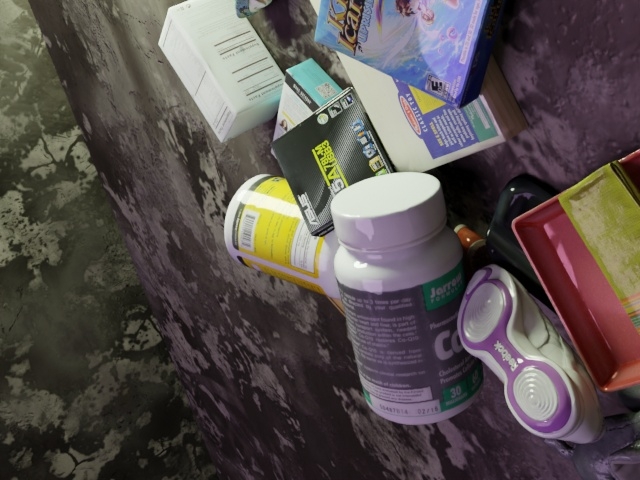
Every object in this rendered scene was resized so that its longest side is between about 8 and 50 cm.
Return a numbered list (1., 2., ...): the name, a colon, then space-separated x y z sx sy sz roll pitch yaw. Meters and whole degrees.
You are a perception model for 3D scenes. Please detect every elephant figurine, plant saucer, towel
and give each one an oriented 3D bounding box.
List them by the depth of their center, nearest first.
1. towel: 0.375 0.028 0.979 0.102 0.021 0.237 -41 74 50
2. plant saucer: 0.393 0.037 1.017 0.258 0.047 0.259 -36 78 52
3. elephant figurine: 0.454 0.264 1.109 0.239 0.185 0.169 99 151 -51

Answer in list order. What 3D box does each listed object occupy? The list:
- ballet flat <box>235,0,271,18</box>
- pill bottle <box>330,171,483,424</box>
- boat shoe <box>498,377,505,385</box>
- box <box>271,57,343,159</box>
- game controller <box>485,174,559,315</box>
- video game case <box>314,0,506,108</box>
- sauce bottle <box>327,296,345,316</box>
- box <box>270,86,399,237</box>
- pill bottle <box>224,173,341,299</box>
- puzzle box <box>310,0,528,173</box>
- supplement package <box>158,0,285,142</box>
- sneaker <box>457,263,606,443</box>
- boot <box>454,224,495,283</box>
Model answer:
1. ballet flat: -0.110 -0.448 1.450 0.070 0.070 0.188 51 156 16
2. pill bottle: 0.135 0.090 1.309 0.204 0.204 0.361 20 130 53
3. boat shoe: 0.348 0.248 1.379 0.152 0.056 0.049 46 157 25
4. box: -0.028 -0.216 1.546 0.100 0.060 0.244 49 152 18
5. game controller: 0.364 0.045 1.150 0.319 0.067 0.167 42 135 30
6. video game case: 0.118 -0.338 1.051 0.244 0.061 0.270 32 132 26
7. sauce bottle: 0.134 0.165 1.609 0.344 0.111 0.111 48 152 22
8. box: 0.026 -0.131 1.402 0.184 0.045 0.191 -30 72 22
9. pill bottle: 0.000 0.000 1.540 0.333 0.188 0.188 18 135 31
10. puzzle box: 0.115 -0.302 1.214 0.409 0.052 0.272 62 153 -6
11. supplement package: -0.189 -0.341 1.615 0.244 0.133 0.139 57 154 4
12. sneaker: 0.294 0.164 1.165 0.114 0.152 0.305 -46 40 24
13. boot: 0.250 0.046 1.352 0.085 0.059 0.158 50 157 49
